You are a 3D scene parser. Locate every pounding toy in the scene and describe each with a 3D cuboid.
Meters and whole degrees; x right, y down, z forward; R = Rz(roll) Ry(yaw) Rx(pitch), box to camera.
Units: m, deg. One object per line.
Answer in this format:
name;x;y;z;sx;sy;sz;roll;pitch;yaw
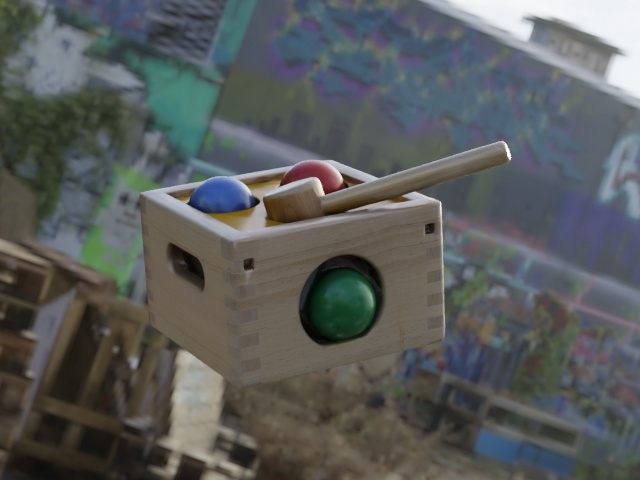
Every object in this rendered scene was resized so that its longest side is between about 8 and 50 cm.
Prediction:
pounding toy;0.000;0.000;0.697;0.130;0.100;0.141;-11;18;-26
